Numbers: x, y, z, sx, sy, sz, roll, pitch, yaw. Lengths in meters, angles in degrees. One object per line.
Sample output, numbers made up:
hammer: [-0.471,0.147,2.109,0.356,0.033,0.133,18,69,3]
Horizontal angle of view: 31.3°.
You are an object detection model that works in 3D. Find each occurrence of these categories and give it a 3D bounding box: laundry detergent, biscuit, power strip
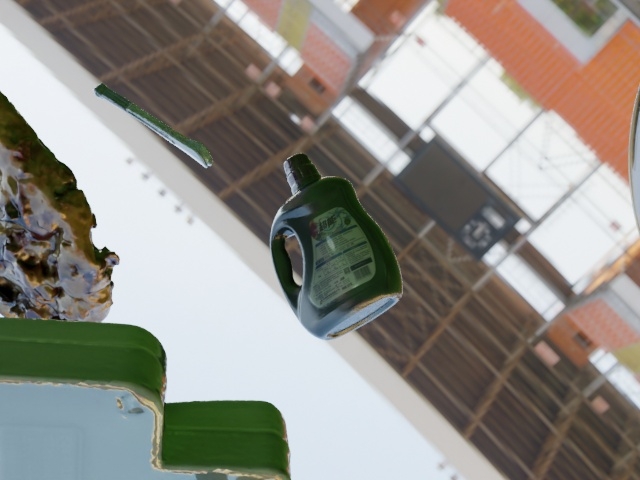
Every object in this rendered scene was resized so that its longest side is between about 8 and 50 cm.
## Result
laundry detergent: [0.000,0.000,1.379,0.221,0.144,0.078,62,-161,19]
biscuit: [-0.356,-0.030,1.236,0.334,0.289,0.081,45,-128,9]
power strip: [-0.152,0.186,0.823,0.261,0.229,0.141,4,-154,-8]

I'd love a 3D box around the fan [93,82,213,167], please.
fan: [-0.192,-0.132,1.293,0.193,0.016,0.038,33,160,31]

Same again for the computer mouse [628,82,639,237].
computer mouse: [0.348,-0.092,1.150,0.056,0.245,0.126,6,-158,31]
